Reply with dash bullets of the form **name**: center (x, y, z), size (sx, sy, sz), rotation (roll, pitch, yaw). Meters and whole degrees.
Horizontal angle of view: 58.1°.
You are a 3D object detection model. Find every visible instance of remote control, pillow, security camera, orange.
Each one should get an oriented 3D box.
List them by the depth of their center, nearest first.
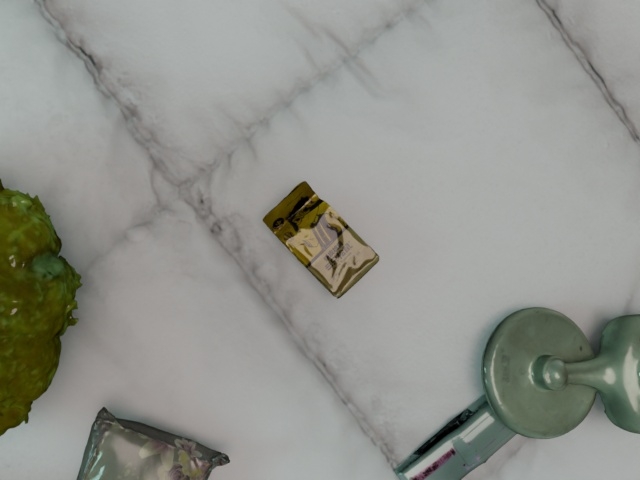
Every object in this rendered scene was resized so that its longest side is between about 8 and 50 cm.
- **orange**: center (-0.372, 0.064, 0.520), size (0.301, 0.223, 0.300), rotation (-40, 102, -8)
- **pillow**: center (-0.212, 0.322, 0.628), size (0.168, 0.059, 0.255), rotation (21, 85, -9)
- **security camera**: center (0.343, 0.161, 0.699), size (0.301, 0.080, 0.157), rotation (3, 82, -11)
- **remote control**: center (0.172, 0.254, 0.705), size (0.166, 0.029, 0.065), rotation (-37, 97, -7)

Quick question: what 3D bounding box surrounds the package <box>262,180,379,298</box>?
- **package**: center (0.000, 0.000, 0.667), size (0.131, 0.047, 0.071), rotation (44, 86, -6)
